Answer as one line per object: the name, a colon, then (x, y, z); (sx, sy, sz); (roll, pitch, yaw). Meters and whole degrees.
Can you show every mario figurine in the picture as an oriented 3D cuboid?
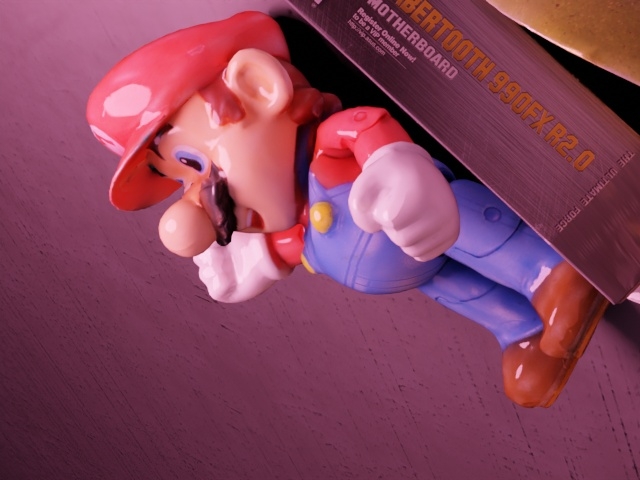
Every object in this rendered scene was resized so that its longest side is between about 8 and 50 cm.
mario figurine: (0.000, 0.000, 0.886); (0.321, 0.170, 0.198); (28, 120, 10)

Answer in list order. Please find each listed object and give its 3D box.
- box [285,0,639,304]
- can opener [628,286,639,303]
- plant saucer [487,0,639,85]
box: (0.070, -0.067, 0.687); (0.183, 0.056, 0.231); (42, -173, -1)
can opener: (0.265, 0.031, 0.705); (0.283, 0.076, 0.095); (20, -179, 38)
plant saucer: (0.173, -0.063, 0.542); (0.241, 0.037, 0.241); (19, -163, -6)
